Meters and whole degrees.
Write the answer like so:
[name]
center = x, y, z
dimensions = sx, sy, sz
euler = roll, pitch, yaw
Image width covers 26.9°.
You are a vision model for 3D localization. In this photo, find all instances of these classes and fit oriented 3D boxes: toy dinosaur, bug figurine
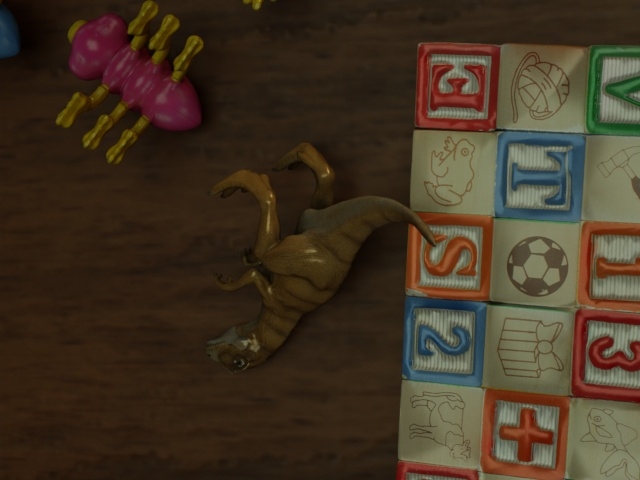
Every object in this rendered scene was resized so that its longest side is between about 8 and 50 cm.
[toy dinosaur]
center = 0.000, 0.000, 0.720
dimensions = 0.211, 0.064, 0.112
euler = -46, 66, 48
[bug figurine]
center = -0.113, -0.175, 0.753
dimensions = 0.216, 0.072, 0.279
euler = 42, 99, 4

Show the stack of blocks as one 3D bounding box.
[stack of blocks]
center = 0.133, 0.051, 0.684
dimensions = 0.171, 0.087, 0.297
euler = 3, 94, 16
